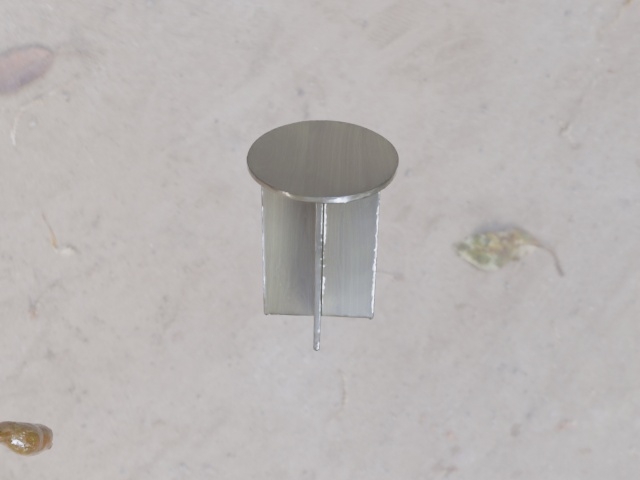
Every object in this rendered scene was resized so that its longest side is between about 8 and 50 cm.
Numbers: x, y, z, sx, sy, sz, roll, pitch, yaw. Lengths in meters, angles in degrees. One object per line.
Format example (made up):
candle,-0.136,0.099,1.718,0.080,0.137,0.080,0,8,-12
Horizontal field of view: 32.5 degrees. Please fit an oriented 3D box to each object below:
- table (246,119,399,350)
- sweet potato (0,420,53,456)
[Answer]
table,0.000,0.000,1.262,0.167,0.167,0.226,-11,127,-17
sweet potato,-0.454,0.296,1.658,0.056,0.056,0.195,-48,155,0
